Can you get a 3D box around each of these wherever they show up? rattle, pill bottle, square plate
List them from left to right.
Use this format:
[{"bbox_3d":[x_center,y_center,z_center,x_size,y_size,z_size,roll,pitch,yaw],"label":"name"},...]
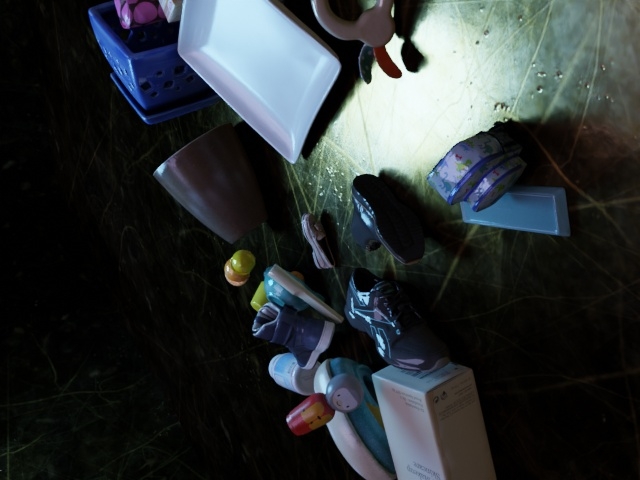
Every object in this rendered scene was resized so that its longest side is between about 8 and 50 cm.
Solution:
[{"bbox_3d":[-0.121,-0.348,1.333,0.347,0.049,0.344,44,152,5],"label":"square plate"},{"bbox_3d":[-0.062,0.320,1.737,0.160,0.087,0.087,1,109,61],"label":"pill bottle"},{"bbox_3d":[0.055,-0.349,1.104,0.200,0.130,0.143,53,173,-29],"label":"rattle"}]

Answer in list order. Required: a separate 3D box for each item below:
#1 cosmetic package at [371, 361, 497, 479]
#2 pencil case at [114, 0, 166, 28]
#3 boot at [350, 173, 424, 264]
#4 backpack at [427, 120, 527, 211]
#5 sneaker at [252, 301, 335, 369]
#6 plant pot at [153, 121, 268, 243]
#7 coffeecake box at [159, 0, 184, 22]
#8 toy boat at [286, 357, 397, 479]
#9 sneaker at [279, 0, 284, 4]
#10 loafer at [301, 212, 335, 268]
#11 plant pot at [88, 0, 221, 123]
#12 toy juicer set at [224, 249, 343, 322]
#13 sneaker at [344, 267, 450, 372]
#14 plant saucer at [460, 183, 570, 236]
[{"bbox_3d":[0.209,0.370,1.265,0.160,0.113,0.309,4,111,60],"label":"cosmetic package"},{"bbox_3d":[-0.333,-0.520,1.521,0.095,0.209,0.098,-3,108,62],"label":"pencil case"},{"bbox_3d":[0.112,-0.004,1.241,0.137,0.077,0.198,96,156,-48],"label":"boot"},{"bbox_3d":[0.207,-0.091,0.940,0.084,0.114,0.105,53,135,21],"label":"backpack"},{"bbox_3d":[-0.070,0.208,1.561,0.226,0.163,0.086,114,171,-60],"label":"sneaker"},{"bbox_3d":[-0.227,-0.115,1.646,0.230,0.215,0.215,55,152,-4],"label":"plant pot"},{"bbox_3d":[-0.275,-0.556,1.466,0.185,0.142,0.068,66,153,6],"label":"coffeecake box"},{"bbox_3d":[0.067,0.325,1.363,0.318,0.148,0.267,32,-154,-58],"label":"toy boat"},{"bbox_3d":[-0.161,-0.476,1.368,0.258,0.094,0.091,43,138,39],"label":"sneaker"},{"bbox_3d":[0.000,0.000,1.468,0.039,0.045,0.125,0,116,43],"label":"loafer"},{"bbox_3d":[-0.359,-0.413,1.627,0.236,0.236,0.212,49,152,32],"label":"plant pot"},{"bbox_3d":[-0.093,0.084,1.594,0.209,0.089,0.329,47,155,-25],"label":"toy juicer set"},{"bbox_3d":[0.126,0.139,1.270,0.267,0.101,0.106,33,133,48],"label":"sneaker"},{"bbox_3d":[0.261,-0.045,0.994,0.192,0.018,0.067,12,119,57],"label":"plant saucer"}]
